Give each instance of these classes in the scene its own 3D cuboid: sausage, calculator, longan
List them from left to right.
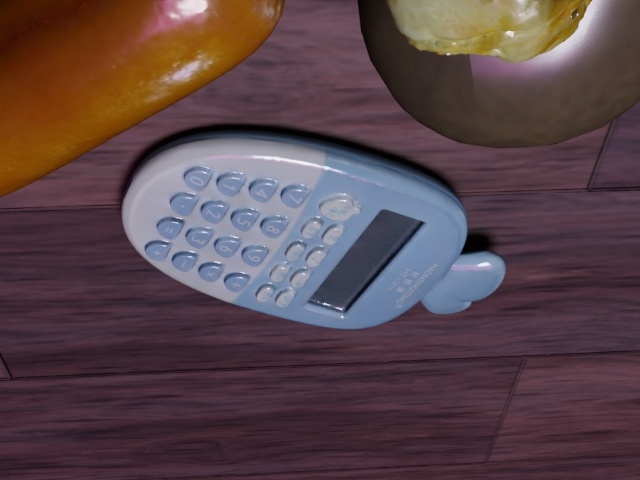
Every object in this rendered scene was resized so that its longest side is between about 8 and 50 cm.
[{"bbox_3d":[-0.144,-0.100,0.510,0.274,0.105,0.105,-23,139,24],"label":"sausage"},{"bbox_3d":[0.000,0.000,0.701,0.302,0.042,0.188,15,138,-22],"label":"calculator"},{"bbox_3d":[0.100,-0.135,0.432,0.189,0.189,0.189,-3,142,-2],"label":"longan"}]

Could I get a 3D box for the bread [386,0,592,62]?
[{"bbox_3d":[0.037,-0.232,0.266,0.084,0.077,0.368,-2,117,18],"label":"bread"}]
